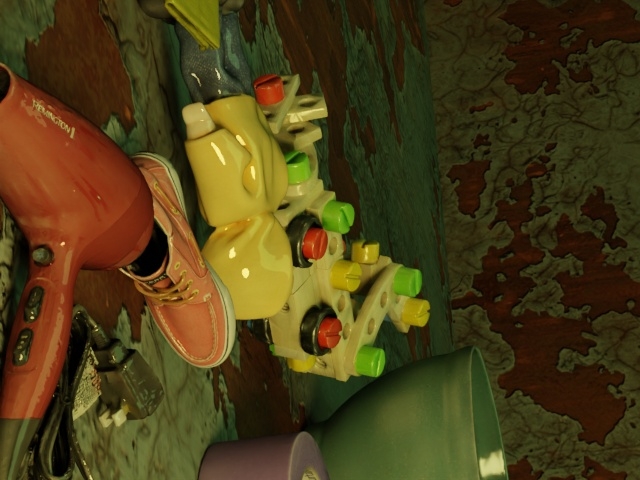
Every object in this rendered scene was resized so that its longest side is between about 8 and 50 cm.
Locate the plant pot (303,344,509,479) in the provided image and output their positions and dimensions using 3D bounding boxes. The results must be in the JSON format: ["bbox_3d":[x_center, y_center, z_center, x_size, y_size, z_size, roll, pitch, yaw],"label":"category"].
[{"bbox_3d":[0.089,0.267,1.640,0.293,0.196,0.293,-8,90,-79],"label":"plant pot"}]

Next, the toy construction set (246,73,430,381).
[{"bbox_3d":[0.000,0.000,1.526,0.215,0.151,0.327,-48,124,-44],"label":"toy construction set"}]

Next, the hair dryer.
[{"bbox_3d":[-0.149,0.028,0.936,0.223,0.080,0.293,-72,150,-66],"label":"hair dryer"}]

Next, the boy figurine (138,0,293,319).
[{"bbox_3d":[-0.081,-0.074,1.339,0.177,0.092,0.285,-26,108,-79],"label":"boy figurine"}]

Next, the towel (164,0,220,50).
[{"bbox_3d":[-0.111,-0.274,1.230,0.102,0.021,0.237,38,45,-66],"label":"towel"}]

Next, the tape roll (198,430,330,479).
[{"bbox_3d":[-0.039,0.258,1.309,0.189,0.080,0.189,-9,90,-78],"label":"tape roll"}]

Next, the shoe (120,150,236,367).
[{"bbox_3d":[-0.117,0.026,1.160,0.081,0.063,0.178,-66,140,-68],"label":"shoe"}]
